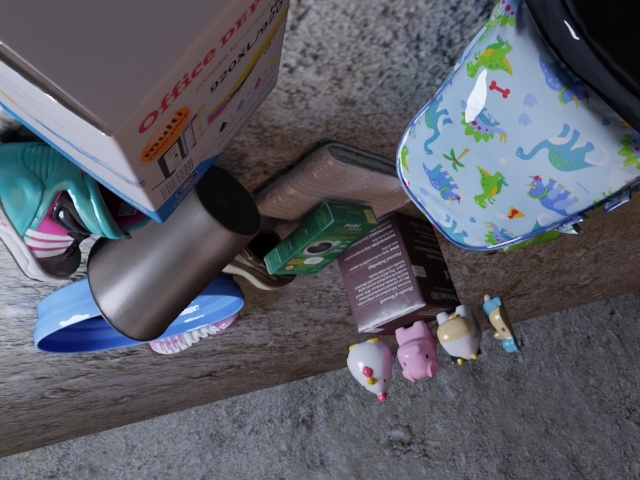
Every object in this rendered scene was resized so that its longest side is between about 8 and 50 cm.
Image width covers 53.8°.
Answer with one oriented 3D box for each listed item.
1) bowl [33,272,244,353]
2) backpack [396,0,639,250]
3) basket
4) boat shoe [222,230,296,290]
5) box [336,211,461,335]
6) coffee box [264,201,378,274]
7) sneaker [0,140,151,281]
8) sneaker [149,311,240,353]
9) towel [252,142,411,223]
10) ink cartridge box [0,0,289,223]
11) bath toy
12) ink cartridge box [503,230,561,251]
[{"bbox_3d":[-0.344,0.130,1.219,0.391,0.077,0.391,-14,165,-4],"label":"bowl"},{"bbox_3d":[0.254,-0.140,0.754,0.273,0.290,0.355,-43,-178,-18],"label":"backpack"},{"bbox_3d":[-0.209,0.004,0.924,0.227,0.204,0.154,-38,135,24],"label":"basket"},{"bbox_3d":[-0.106,0.028,1.163,0.095,0.095,0.257,-31,155,21],"label":"boat shoe"},{"bbox_3d":[0.159,0.075,1.319,0.167,0.203,0.168,-30,156,30],"label":"box"},{"bbox_3d":[0.000,0.000,1.084,0.113,0.040,0.184,2,149,-42],"label":"coffee box"},{"bbox_3d":[-0.307,-0.033,0.826,0.178,0.124,0.295,-3,156,-7],"label":"sneaker"},{"bbox_3d":[-0.286,0.200,1.475,0.236,0.095,0.104,-22,166,12],"label":"sneaker"},{"bbox_3d":[0.040,-0.077,1.061,0.187,0.049,0.282,-32,154,35],"label":"towel"},{"bbox_3d":[-0.135,-0.144,0.436,0.171,0.168,0.233,-53,-179,-12],"label":"ink cartridge box"},{"bbox_3d":[0.216,0.224,1.272,0.348,0.129,0.151,-24,158,20],"label":"bath toy"},{"bbox_3d":[0.317,-0.120,0.960,0.097,0.189,0.255,-15,158,0],"label":"ink cartridge box"}]
